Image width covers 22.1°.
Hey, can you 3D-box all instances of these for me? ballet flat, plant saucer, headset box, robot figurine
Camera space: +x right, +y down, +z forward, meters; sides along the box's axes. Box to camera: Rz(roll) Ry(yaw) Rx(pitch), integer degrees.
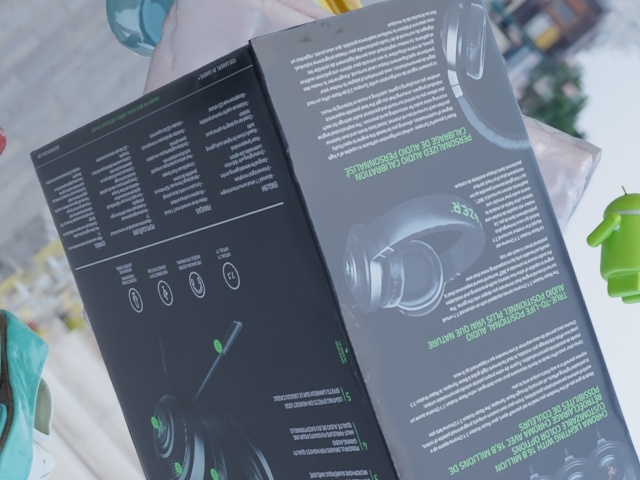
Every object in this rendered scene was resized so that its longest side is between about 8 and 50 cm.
[{"bbox_3d":[-0.261,0.160,1.377,0.083,0.087,0.247,-40,-147,26],"label":"ballet flat"},{"bbox_3d":[-0.096,-0.177,1.180,0.119,0.021,0.119,-21,137,-22],"label":"plant saucer"},{"bbox_3d":[0.004,0.050,0.788,0.131,0.283,0.246,-20,-178,-32],"label":"headset box"},{"bbox_3d":[0.315,0.004,1.640,0.067,0.101,0.115,-14,-116,46],"label":"robot figurine"}]

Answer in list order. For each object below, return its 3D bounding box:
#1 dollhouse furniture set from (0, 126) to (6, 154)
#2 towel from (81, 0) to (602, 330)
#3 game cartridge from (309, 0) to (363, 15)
[{"bbox_3d":[-0.232,-0.171,0.754,0.152,0.374,0.201,-10,160,42],"label":"dollhouse furniture set"},{"bbox_3d":[0.000,0.000,1.166,0.053,0.317,0.331,-49,163,-56],"label":"towel"},{"bbox_3d":[-0.115,-0.271,1.481,0.052,0.285,0.324,-49,-143,-18],"label":"game cartridge"}]
